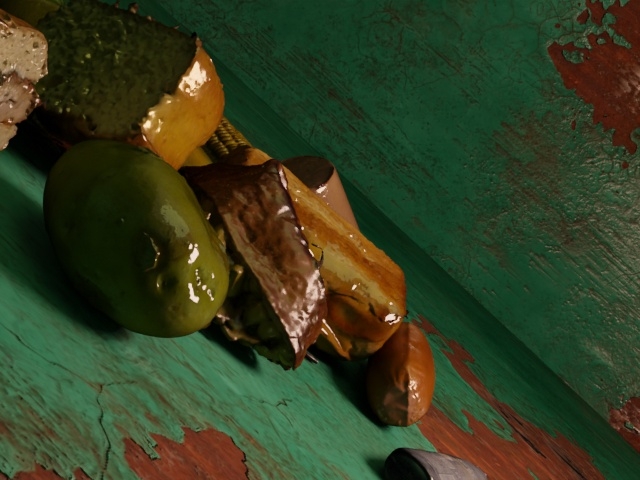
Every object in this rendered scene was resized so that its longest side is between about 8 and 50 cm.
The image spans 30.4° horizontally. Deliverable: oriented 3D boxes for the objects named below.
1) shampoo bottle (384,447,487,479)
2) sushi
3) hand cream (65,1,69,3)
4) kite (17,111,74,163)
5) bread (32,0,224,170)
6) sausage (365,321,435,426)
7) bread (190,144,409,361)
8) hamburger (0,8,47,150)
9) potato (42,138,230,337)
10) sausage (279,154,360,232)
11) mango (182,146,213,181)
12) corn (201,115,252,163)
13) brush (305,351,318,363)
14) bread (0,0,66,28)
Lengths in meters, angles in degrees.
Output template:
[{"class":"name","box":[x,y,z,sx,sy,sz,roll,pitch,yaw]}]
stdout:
[{"class":"shampoo bottle","box":[0.153,0.299,1.475,0.087,0.049,0.234,45,9,27]},{"class":"sushi","box":[-0.091,0.022,1.417,0.167,0.179,0.296,120,-49,-78]},{"class":"hand cream","box":[-0.466,-0.427,2.261,0.095,0.046,0.175,44,11,-2]},{"class":"kite","box":[-0.328,-0.127,1.392,0.189,0.009,0.232,24,-30,50]},{"class":"bread","box":[-0.241,-0.165,1.458,0.340,0.194,0.179,28,-17,43]},{"class":"sausage","box":[0.113,0.187,1.668,0.105,0.105,0.274,42,10,-3]},{"class":"bread","box":[-0.041,0.027,1.632,0.344,0.149,0.195,40,24,-14]},{"class":"hamburger","box":[-0.394,-0.188,1.155,0.245,0.155,0.282,33,6,-10]},{"class":"potato","box":[-0.182,-0.005,1.180,0.253,0.148,0.186,49,13,32]},{"class":"sausage","box":[0.000,0.000,1.801,0.123,0.123,0.253,-124,-169,-57]},{"class":"mango","box":[-0.221,-0.127,1.758,0.195,0.092,0.130,42,6,-30]},{"class":"corn","box":[-0.164,-0.131,1.927,0.120,0.120,0.363,33,15,-45]},{"class":"brush","box":[-0.035,0.139,1.562,0.083,0.008,0.024,39,6,-19]},{"class":"bread","box":[-0.528,-0.411,1.664,0.366,0.129,0.382,48,10,33]}]
